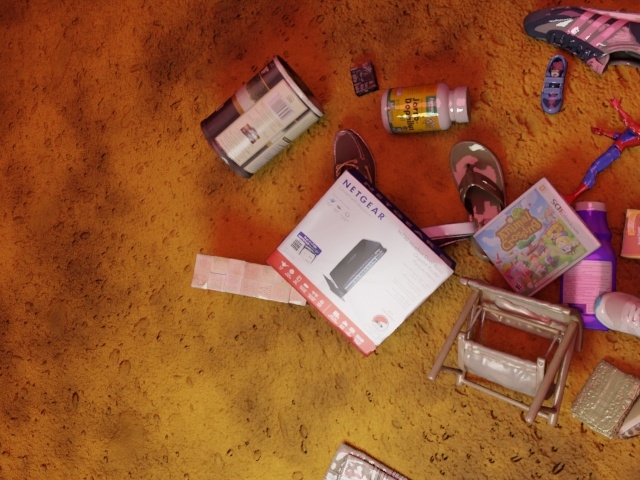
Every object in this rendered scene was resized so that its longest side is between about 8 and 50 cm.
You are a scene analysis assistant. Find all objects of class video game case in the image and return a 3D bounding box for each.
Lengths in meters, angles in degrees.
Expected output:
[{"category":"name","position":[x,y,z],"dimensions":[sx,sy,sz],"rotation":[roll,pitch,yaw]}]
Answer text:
[{"category":"video game case","position":[0.479,-0.001,1.444],"dimensions":[0.212,0.023,0.193],"rotation":[-43,67,26]}]

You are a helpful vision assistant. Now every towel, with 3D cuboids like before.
[{"category":"towel","position":[0.117,0.704,1.564],"dimensions":[0.324,0.056,0.312],"rotation":[23,92,24]},{"category":"towel","position":[0.624,0.345,1.408],"dimensions":[0.110,0.027,0.148],"rotation":[32,96,44]}]

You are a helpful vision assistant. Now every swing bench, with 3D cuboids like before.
[{"category":"swing bench","position":[0.415,0.237,1.421],"dimensions":[0.253,0.165,0.255],"rotation":[18,86,40]}]

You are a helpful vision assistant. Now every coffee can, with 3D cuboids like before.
[{"category":"coffee can","position":[-0.154,-0.329,1.734],"dimensions":[0.275,0.201,0.202],"rotation":[-38,71,13]}]

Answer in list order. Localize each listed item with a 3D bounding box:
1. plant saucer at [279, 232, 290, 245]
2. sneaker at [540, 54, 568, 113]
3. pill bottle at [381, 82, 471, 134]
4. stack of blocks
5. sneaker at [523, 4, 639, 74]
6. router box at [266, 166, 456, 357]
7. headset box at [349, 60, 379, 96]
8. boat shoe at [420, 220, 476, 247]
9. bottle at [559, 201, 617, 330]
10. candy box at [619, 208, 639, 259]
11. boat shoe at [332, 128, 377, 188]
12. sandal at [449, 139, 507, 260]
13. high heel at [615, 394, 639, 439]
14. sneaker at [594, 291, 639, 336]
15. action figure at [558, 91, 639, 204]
[{"category":"plant saucer","position":[-0.071,0.021,1.753],"dimensions":[0.083,0.015,0.084],"rotation":[-3,81,21]},{"category":"sneaker","position":[0.554,-0.373,1.531],"dimensions":[0.053,0.059,0.144],"rotation":[7,86,20]},{"category":"pill bottle","position":[0.265,-0.330,1.609],"dimensions":[0.208,0.117,0.118],"rotation":[-1,83,21]},{"category":"stack of blocks","position":[-0.169,0.103,1.696],"dimensions":[0.297,0.171,0.087],"rotation":[10,87,5]},{"category":"sneaker","position":[0.620,-0.456,1.487],"dimensions":[0.318,0.112,0.131],"rotation":[13,85,24]},{"category":"router box","position":[0.092,0.050,1.510],"dimensions":[0.335,0.082,0.301],"rotation":[43,110,4]},{"category":"headset box","position":[0.117,-0.437,1.730],"dimensions":[0.062,0.032,0.083],"rotation":[-16,76,19]},{"category":"boat shoe","position":[0.239,0.028,1.568],"dimensions":[0.306,0.113,0.105],"rotation":[-15,85,28]},{"category":"bottle","position":[0.597,0.057,1.437],"dimensions":[0.118,0.092,0.283],"rotation":[1,83,23]},{"category":"candy box","position":[0.759,-0.003,1.402],"dimensions":[0.186,0.053,0.109],"rotation":[7,86,24]},{"category":"boat shoe","position":[0.089,-0.157,1.671],"dimensions":[0.109,0.091,0.305],"rotation":[-17,77,19]},{"category":"sandal","position":[0.389,-0.103,1.544],"dimensions":[0.120,0.086,0.303],"rotation":[-17,78,21]},{"category":"high heel","position":[0.769,0.377,1.341],"dimensions":[0.186,0.093,0.261],"rotation":[40,112,1]},{"category":"sneaker","position":[0.685,0.166,1.342],"dimensions":[0.228,0.092,0.088],"rotation":[22,81,-3]},{"category":"action figure","position":[0.629,-0.217,1.460],"dimensions":[0.280,0.091,0.139],"rotation":[-41,79,12]}]
